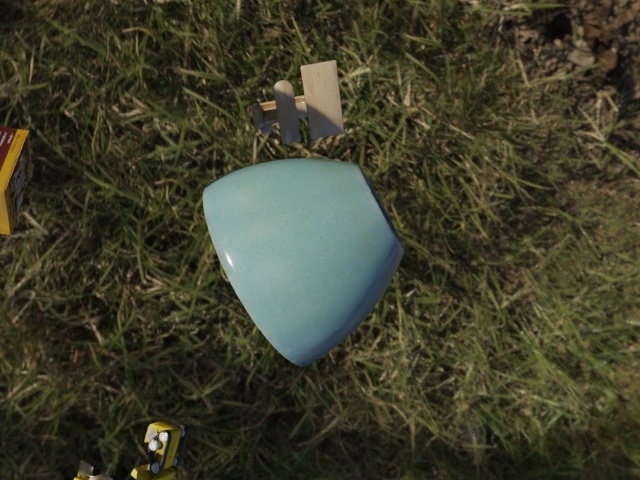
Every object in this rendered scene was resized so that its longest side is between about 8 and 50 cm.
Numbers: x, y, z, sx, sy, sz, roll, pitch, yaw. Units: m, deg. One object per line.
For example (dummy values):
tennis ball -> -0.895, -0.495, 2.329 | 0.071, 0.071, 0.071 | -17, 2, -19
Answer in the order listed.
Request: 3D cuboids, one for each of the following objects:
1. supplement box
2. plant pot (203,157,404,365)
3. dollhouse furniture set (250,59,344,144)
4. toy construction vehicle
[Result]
supplement box -> -0.712, -0.133, 1.198 | 0.194, 0.191, 0.129 | 7, 137, -15
plant pot -> 0.000, 0.000, 0.823 | 0.195, 0.290, 0.290 | -28, 127, 9
dollhouse furniture set -> -0.051, -0.256, 1.020 | 0.144, 0.151, 0.123 | -12, 124, -5
toy construction vehicle -> -0.139, 0.176, 0.406 | 0.086, 0.035, 0.098 | 6, 100, -62
